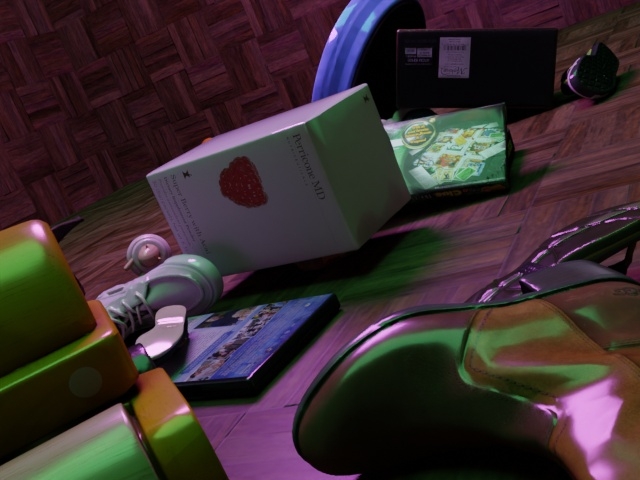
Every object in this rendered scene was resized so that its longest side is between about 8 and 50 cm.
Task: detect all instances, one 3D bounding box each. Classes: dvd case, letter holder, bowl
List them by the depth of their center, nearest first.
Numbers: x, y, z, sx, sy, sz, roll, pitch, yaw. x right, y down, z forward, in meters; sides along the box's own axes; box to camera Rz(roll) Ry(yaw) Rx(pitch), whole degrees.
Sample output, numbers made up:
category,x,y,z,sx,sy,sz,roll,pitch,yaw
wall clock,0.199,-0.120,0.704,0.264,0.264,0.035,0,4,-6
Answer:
category,x,y,z,sx,sy,sz,roll,pitch,yaw
dvd case,-0.121,0.126,0.860,0.253,0.022,0.180,-12,18,36
letter holder,0.311,-0.357,1.543,0.301,0.152,0.214,2,16,9
bowl,0.114,-0.347,1.619,0.077,0.391,0.391,24,36,23

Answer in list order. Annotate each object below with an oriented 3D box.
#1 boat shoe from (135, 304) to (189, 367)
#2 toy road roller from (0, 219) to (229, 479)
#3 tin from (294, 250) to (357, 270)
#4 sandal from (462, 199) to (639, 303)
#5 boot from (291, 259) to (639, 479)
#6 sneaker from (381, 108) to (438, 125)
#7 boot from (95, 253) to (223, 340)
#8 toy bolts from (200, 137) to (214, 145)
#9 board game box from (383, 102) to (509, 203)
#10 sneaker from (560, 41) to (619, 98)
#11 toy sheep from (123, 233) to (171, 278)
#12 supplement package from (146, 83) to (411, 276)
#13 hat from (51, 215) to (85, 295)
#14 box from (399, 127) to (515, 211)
category,x,y,z,sx,sy,sz,roll,pitch,yaw
boat shoe,-0.176,0.116,0.857,0.048,0.042,0.133,-2,16,2
toy road roller,-0.225,0.121,0.577,0.202,0.241,0.329,-27,14,-17
tin,0.000,0.000,1.117,0.106,0.040,0.189,-20,14,-8
sandal,0.205,0.036,0.626,0.219,0.060,0.090,-37,8,1
boot,0.126,0.124,0.414,0.264,0.096,0.280,-16,20,-6
sneaker,0.181,-0.195,1.498,0.109,0.107,0.275,18,29,25
boot,-0.251,0.104,1.039,0.258,0.095,0.123,-23,17,38
toy bolts,-0.099,-0.139,1.455,0.228,0.218,0.158,0,39,42
board game box,0.146,-0.120,1.114,0.259,0.030,0.136,-6,64,24
sneaker,0.500,-0.299,1.427,0.097,0.084,0.234,-43,-3,40
toy sheep,-0.322,0.031,1.413,0.091,0.091,0.132,-25,9,-10
supplement package,-0.058,-0.075,1.047,0.292,0.178,0.175,-13,18,37
hat,-0.504,0.107,1.303,0.331,0.134,0.331,-40,11,9
box,0.206,-0.112,1.197,0.190,0.045,0.184,-16,18,24
